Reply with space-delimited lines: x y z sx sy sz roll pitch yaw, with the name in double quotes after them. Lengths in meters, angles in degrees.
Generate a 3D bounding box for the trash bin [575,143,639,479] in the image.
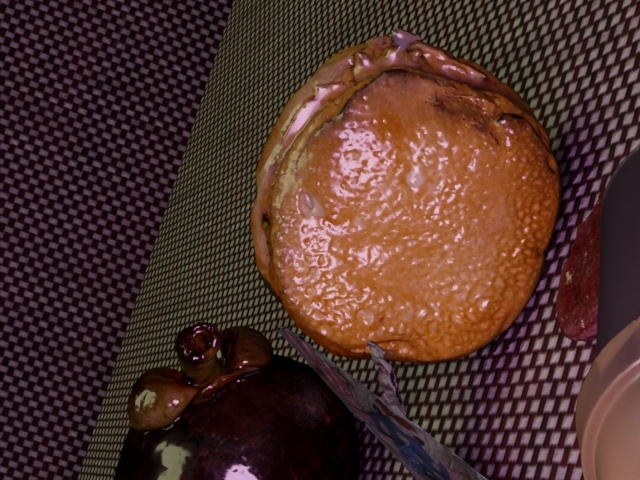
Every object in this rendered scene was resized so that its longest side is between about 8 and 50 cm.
0.266 0.082 1.149 0.334 0.214 0.214 -83 19 -56 "trash bin"

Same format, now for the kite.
0.073 0.171 1.701 0.011 0.335 0.314 -45 -33 -16 "kite"

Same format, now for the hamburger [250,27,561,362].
0.082 -0.041 1.777 0.170 0.290 0.314 -127 54 -72 "hamburger"

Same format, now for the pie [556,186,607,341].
0.253 0.018 1.598 0.153 0.038 0.153 -161 90 -78 "pie"

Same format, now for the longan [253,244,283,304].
0.000 0.000 2.277 0.189 0.189 0.189 -160 90 -75 "longan"

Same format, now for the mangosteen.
-0.105 0.250 2.055 0.297 0.293 0.297 -47 23 27 "mangosteen"
